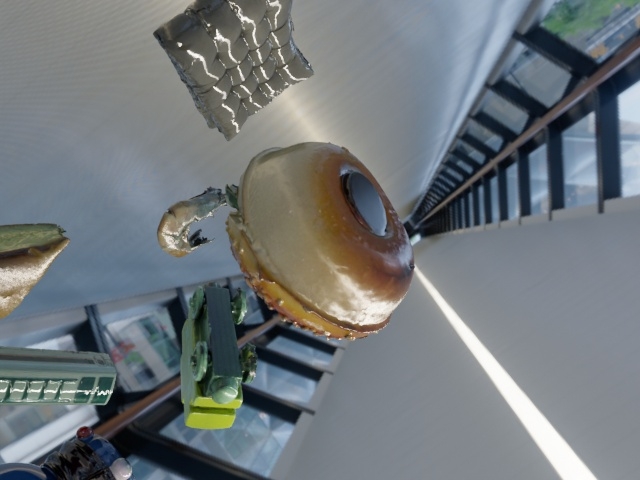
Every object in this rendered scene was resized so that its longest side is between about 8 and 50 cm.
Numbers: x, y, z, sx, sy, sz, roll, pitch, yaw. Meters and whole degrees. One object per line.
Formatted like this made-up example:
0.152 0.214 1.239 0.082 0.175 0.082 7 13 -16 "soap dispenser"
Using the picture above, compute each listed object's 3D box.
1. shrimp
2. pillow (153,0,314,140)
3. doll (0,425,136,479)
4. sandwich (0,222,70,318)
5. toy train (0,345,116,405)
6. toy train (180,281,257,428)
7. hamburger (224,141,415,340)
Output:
-0.335 -0.045 1.420 0.289 0.075 0.177 -46 154 -59 "shrimp"
-0.132 -0.317 0.874 0.228 0.101 0.326 -44 167 -6 "pillow"
-0.487 0.475 0.875 0.284 0.240 0.310 -30 180 43 "doll"
-0.529 0.045 0.816 0.236 0.122 0.128 -12 131 -41 "sandwich"
-0.559 0.230 0.862 0.407 0.088 0.086 16 101 -41 "toy train"
-0.311 0.324 1.495 0.442 0.179 0.272 -112 -140 -52 "toy train"
0.003 0.001 0.555 0.147 0.236 0.237 -34 178 28 "hamburger"
